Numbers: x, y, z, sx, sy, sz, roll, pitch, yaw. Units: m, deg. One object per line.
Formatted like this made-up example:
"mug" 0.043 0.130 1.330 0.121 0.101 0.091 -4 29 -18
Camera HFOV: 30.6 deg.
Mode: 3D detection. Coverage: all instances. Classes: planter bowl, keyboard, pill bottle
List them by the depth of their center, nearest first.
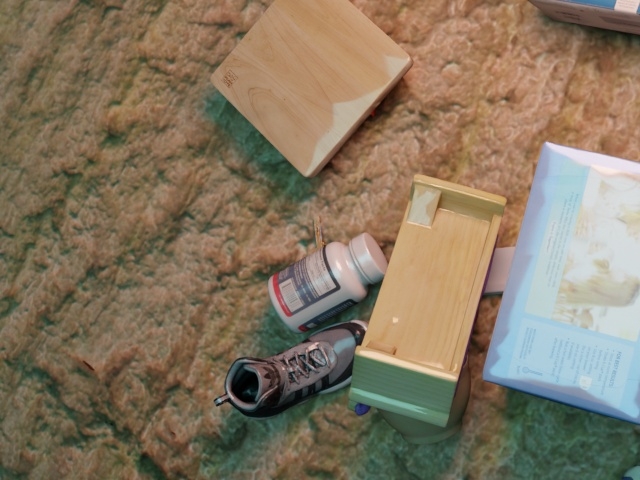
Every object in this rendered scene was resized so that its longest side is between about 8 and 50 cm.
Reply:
"planter bowl" 0.159 0.243 1.793 0.162 0.162 0.109 -10 107 21
"keyboard" 0.241 0.051 1.850 0.255 0.014 0.072 -6 76 21
"pill bottle" 0.016 0.065 1.887 0.180 0.108 0.108 -29 74 16

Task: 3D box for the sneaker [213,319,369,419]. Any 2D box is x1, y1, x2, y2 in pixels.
"sneaker" -0.044 0.209 1.868 0.268 0.153 0.101 -31 73 16

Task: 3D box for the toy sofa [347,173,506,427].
"toy sofa" 0.159 0.096 1.727 0.150 0.177 0.363 15 52 8

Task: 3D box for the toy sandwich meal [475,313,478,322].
"toy sandwich meal" 0.206 0.111 1.837 0.085 0.029 0.086 3 99 20

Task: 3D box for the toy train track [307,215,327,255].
"toy train track" 0.000 0.000 1.953 0.048 0.014 0.083 -16 72 27

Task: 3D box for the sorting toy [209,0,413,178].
"sorting toy" -0.007 -0.274 1.948 0.255 0.089 0.257 -48 69 10

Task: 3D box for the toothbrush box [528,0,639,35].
"toothbrush box" 0.455 -0.469 1.739 0.216 0.126 0.296 19 91 39

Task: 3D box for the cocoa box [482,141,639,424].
"cocoa box" 0.393 0.063 1.660 0.231 0.228 0.347 15 89 18

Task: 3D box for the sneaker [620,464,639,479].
"sneaker" 0.544 0.410 1.627 0.296 0.112 0.131 20 91 22
